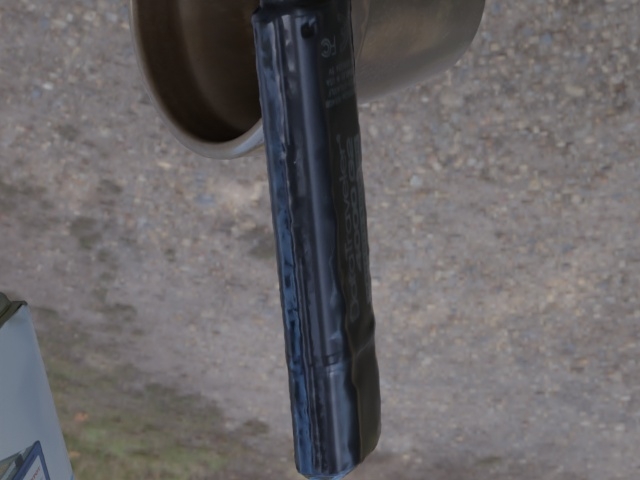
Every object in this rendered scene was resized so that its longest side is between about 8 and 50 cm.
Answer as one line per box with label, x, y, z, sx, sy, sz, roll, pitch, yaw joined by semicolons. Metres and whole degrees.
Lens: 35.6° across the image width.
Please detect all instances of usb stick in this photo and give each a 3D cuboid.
usb stick;0.000;0.000;0.547;0.045;0.077;0.278;4;110;24

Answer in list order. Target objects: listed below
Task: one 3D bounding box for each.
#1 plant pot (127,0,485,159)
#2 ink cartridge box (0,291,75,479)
plant pot;0.004;-0.200;0.795;0.229;0.263;0.263;-7;157;-37
ink cartridge box;-0.197;0.129;0.453;0.154;0.093;0.212;3;117;16
